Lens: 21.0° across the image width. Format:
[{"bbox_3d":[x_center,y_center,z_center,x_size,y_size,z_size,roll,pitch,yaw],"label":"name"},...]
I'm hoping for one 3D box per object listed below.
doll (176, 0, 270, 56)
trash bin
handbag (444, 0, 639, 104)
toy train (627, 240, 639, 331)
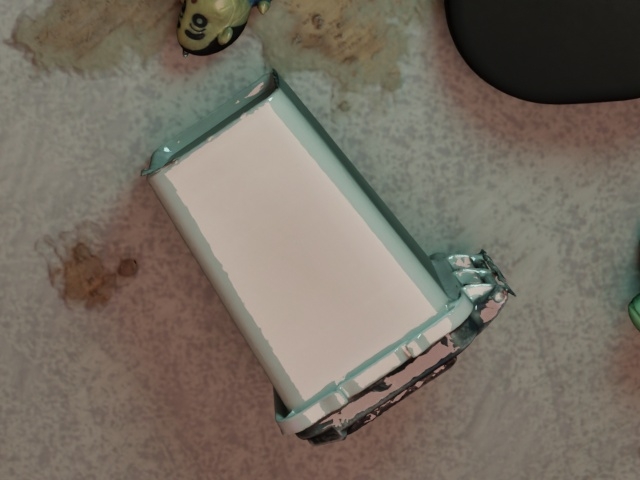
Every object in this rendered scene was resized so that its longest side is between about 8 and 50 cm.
[{"bbox_3d":[-0.093,-0.269,1.875,0.179,0.102,0.089,-49,147,10],"label":"doll"},{"bbox_3d":[0.000,0.000,1.910,0.296,0.256,0.367,-34,102,7],"label":"trash bin"},{"bbox_3d":[0.289,-0.274,1.878,0.308,0.093,0.253,-2,112,14],"label":"handbag"},{"bbox_3d":[0.578,0.003,2.020,0.442,0.179,0.272,-41,116,6],"label":"toy train"}]
